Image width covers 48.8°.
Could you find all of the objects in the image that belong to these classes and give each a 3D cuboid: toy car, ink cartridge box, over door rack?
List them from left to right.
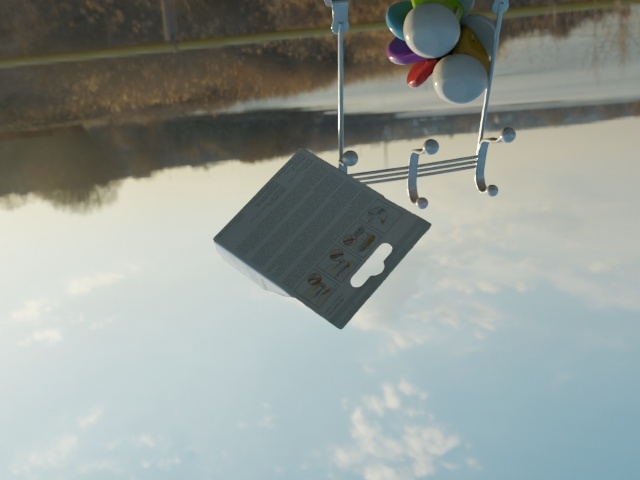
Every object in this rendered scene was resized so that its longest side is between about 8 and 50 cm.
[{"bbox_3d":[0.000,0.000,0.933,0.232,0.066,0.189,34,-109,25],"label":"ink cartridge box"},{"bbox_3d":[0.134,-0.182,0.944,0.240,0.324,0.108,-9,-149,-8],"label":"over door rack"},{"bbox_3d":[0.162,-0.279,0.997,0.136,0.182,0.159,-14,-143,38],"label":"toy car"}]
